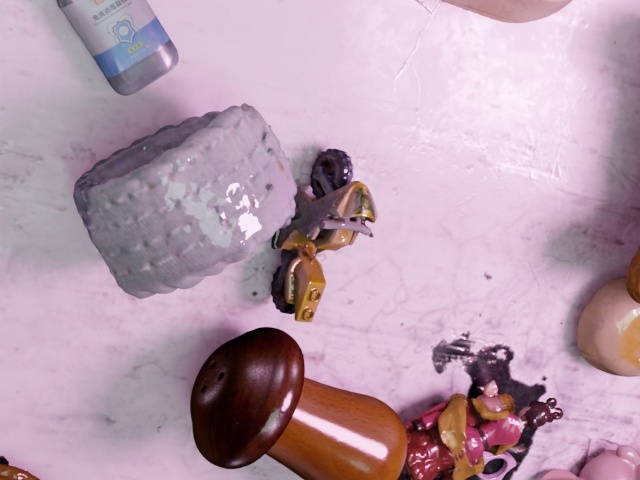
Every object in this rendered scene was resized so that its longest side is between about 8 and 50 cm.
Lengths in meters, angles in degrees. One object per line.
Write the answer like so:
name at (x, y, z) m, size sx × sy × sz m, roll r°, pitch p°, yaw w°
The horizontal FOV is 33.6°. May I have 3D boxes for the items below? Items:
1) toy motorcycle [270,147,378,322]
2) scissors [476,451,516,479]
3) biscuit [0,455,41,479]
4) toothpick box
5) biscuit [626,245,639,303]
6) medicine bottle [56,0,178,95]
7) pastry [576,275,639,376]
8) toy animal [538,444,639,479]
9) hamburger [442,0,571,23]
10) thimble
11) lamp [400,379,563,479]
toy motorcycle at (0.001, 0.000, 1.355) m, size 0.094 × 0.130 × 0.229 m, roll 8°, pitch 107°, yaw -41°
scissors at (0.202, 0.330, 1.598) m, size 0.212 × 0.021 × 0.110 m, roll -7°, pitch 114°, yaw -15°
biscuit at (-0.461, 0.425, 1.394) m, size 0.296 × 0.075 × 0.296 m, roll -6°, pitch 111°, yaw -15°
toothpick box at (-0.030, 0.238, 1.406) m, size 0.294 × 0.192 × 0.192 m, roll 31°, pitch 98°, yaw -30°
biscuit at (0.584, -0.073, 1.465) m, size 0.368 × 0.076 × 0.394 m, roll -3°, pitch 112°, yaw -42°
medicine bottle at (-0.249, -0.272, 1.219) m, size 0.090 × 0.054 × 0.208 m, roll -33°, pitch 115°, yaw -4°
pastry at (0.458, 0.132, 1.571) m, size 0.156 × 0.092 × 0.156 m, roll -4°, pitch 110°, yaw -10°
toy animal at (0.449, 0.377, 1.659) m, size 0.212 × 0.124 × 0.124 m, roll -1°, pitch 112°, yaw 12°
hamburger at (0.213, -0.388, 1.275) m, size 0.295 × 0.151 × 0.227 m, roll 15°, pitch 98°, yaw -17°
thimble at (-0.151, -0.045, 1.247) m, size 0.250 × 0.205 × 0.172 m, roll -26°, pitch 107°, yaw 2°
lamp at (0.216, 0.272, 1.530) m, size 0.253 × 0.118 × 0.118 m, roll -26°, pitch 115°, yaw -9°
